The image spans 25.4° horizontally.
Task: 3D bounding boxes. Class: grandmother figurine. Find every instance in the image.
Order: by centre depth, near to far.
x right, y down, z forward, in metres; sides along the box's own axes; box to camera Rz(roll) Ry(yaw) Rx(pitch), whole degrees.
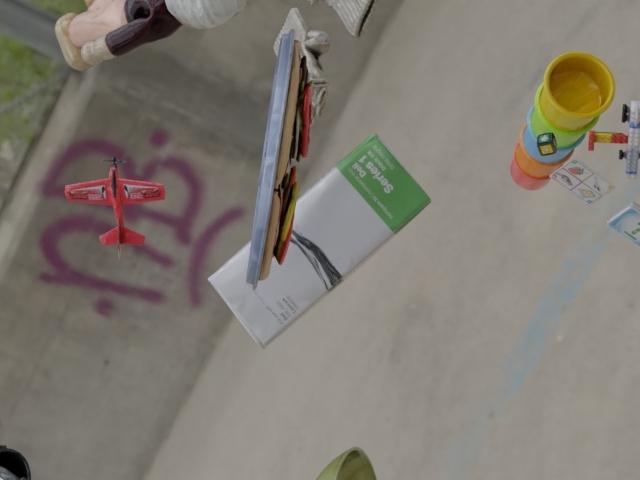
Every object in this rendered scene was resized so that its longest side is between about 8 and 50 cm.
[{"bbox_3d":[-0.191,-0.277,1.668,0.342,0.104,0.207,5,61,59],"label":"grandmother figurine"}]

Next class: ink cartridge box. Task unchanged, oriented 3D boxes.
[{"bbox_3d":[0.000,0.000,1.434,0.219,0.092,0.160,-41,-1,1],"label":"ink cartridge box"}]

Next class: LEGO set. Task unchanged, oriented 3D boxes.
[{"bbox_3d":[0.397,-0.081,1.816,0.182,0.244,0.060,-39,27,40],"label":"LEGO set"}]

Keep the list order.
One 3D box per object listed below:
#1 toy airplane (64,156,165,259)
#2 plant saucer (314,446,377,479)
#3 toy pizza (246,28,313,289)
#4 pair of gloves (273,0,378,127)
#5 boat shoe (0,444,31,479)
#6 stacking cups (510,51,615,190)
[{"bbox_3d":[-0.291,-0.048,2.060,0.151,0.151,0.028,-60,0,17],"label":"toy airplane"},{"bbox_3d":[0.017,0.303,1.249,0.241,0.037,0.241,-4,-90,-76],"label":"plant saucer"},{"bbox_3d":[-0.028,-0.060,1.089,0.201,0.032,0.201,-172,90,-87],"label":"toy pizza"},{"bbox_3d":[-0.005,-0.278,1.805,0.204,0.042,0.240,-105,34,-44],"label":"pair of gloves"},{"bbox_3d":[-0.228,0.182,0.985,0.079,0.084,0.233,-50,10,-10],"label":"boat shoe"},{"bbox_3d":[0.319,-0.157,1.964,0.316,0.096,0.096,107,-177,-74],"label":"stacking cups"}]
